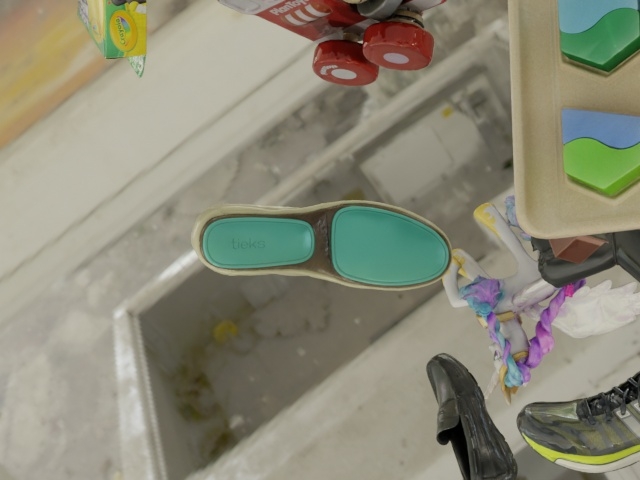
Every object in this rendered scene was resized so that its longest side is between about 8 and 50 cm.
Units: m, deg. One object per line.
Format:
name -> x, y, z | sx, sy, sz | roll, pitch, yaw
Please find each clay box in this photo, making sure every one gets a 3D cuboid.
clay box -> -0.228, -0.297, 1.324 | 0.053, 0.222, 0.127 | -8, 35, -22

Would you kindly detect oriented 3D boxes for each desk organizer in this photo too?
desk organizer -> 0.302, -0.039, 1.503 | 0.050, 0.047, 0.130 | -48, 41, 38

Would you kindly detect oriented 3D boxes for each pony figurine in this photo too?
pony figurine -> 0.399, 0.087, 2.267 | 0.351, 0.303, 0.363 | -33, 51, 18

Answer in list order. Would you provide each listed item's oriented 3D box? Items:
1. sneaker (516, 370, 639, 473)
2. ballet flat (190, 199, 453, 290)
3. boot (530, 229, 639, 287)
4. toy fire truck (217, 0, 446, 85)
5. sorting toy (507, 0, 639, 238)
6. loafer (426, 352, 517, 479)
sneaker -> 0.383, 0.196, 1.460 | 0.299, 0.121, 0.111 | -5, 29, -2
ballet flat -> 0.000, 0.000, 1.170 | 0.248, 0.086, 0.086 | 7, 45, -9
boot -> 0.452, 0.034, 1.890 | 0.207, 0.246, 0.094 | -26, 2, 36
toy fire truck -> 0.023, -0.347, 1.714 | 0.302, 0.254, 0.169 | -8, 69, 55
sorting toy -> 0.226, -0.106, 0.800 | 0.208, 0.038, 0.193 | -6, 75, 24
loafer -> 0.193, 0.250, 1.677 | 0.078, 0.076, 0.223 | -11, 52, -19
